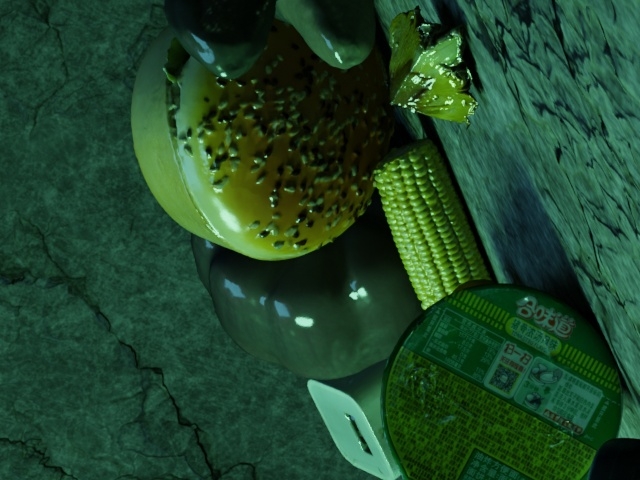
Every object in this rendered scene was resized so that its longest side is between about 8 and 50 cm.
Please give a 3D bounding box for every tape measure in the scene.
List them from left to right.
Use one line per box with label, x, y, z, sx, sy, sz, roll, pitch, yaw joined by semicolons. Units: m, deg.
tape measure;0.290;0.217;1.522;0.179;0.104;0.107;7;103;45

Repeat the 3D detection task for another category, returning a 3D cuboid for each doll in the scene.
doll;-0.031;-0.296;1.705;0.378;0.252;0.382;24;-149;-43

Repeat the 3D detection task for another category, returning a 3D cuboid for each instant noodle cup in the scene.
instant noodle cup;0.151;0.135;1.731;0.233;0.207;0.207;-58;-57;-88

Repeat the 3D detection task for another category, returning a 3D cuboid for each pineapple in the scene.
pineapple;0.091;-0.152;1.628;0.114;0.077;0.114;60;161;14

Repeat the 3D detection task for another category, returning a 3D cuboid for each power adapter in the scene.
power adapter;0.109;0.162;2.246;0.125;0.205;0.130;16;137;59

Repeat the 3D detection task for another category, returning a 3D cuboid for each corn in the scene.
corn;0.124;0.014;2.008;0.081;0.081;0.248;-129;15;-72

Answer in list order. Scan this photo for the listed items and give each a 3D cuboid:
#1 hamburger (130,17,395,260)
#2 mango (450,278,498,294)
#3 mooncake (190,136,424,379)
hamburger;-0.052;-0.128;1.984;0.176;0.300;0.300;-4;115;47
mango;0.180;0.122;1.906;0.184;0.084;0.102;61;-147;-19
mooncake;0.000;0.000;2.162;0.306;0.306;0.154;61;175;40
